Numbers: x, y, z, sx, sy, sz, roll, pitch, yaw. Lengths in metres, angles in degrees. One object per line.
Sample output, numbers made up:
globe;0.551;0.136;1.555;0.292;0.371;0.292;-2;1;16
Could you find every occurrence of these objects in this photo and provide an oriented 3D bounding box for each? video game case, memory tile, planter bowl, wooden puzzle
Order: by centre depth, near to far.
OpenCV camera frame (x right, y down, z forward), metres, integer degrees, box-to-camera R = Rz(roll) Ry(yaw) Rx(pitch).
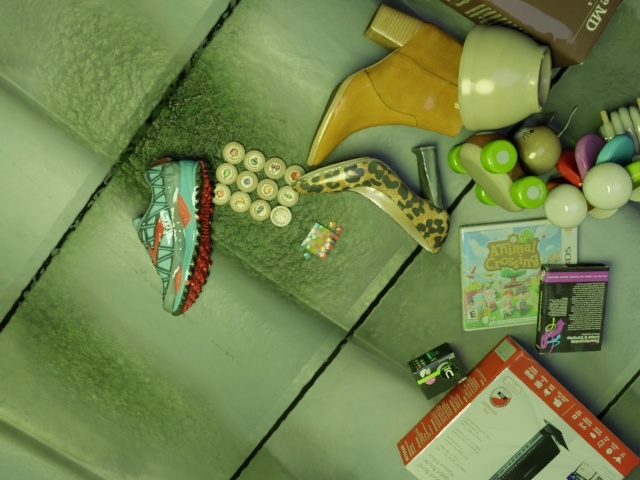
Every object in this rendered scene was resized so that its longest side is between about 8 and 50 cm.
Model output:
planter bowl;0.287;-0.246;0.976;0.109;0.162;0.162;8;104;28
memory tile;-0.107;-0.094;1.089;0.148;0.012;0.113;20;100;-9
wooden puzzle;0.000;0.000;1.121;0.049;0.006;0.083;31;98;-11
video game case;0.357;0.060;1.155;0.212;0.023;0.193;-6;103;-3

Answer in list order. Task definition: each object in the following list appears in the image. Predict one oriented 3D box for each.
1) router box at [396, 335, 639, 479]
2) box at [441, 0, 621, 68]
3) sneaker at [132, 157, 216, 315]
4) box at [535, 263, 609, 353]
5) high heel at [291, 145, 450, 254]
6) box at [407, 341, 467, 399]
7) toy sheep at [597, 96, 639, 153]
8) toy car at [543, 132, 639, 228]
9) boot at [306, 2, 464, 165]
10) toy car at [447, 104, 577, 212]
router box;0.368;0.397;1.200;0.335;0.082;0.301;42;96;-12
box;0.272;-0.441;0.983;0.381;0.143;0.191;27;98;-12
sneaker;-0.247;-0.007;1.068;0.125;0.104;0.261;8;98;11
box;0.449;0.122;1.152;0.116;0.029;0.162;-1;101;-5
high heel;0.091;-0.047;1.071;0.261;0.093;0.186;-11;97;-11
box;0.212;0.237;1.168;0.083;0.052;0.062;-29;103;1
toy sheep;0.517;-0.187;1.086;0.132;0.091;0.091;-18;105;29
toy car;0.453;-0.107;1.059;0.159;0.182;0.136;-13;77;-35
boot;0.125;-0.211;1.037;0.211;0.104;0.295;28;95;-10
toy car;0.332;-0.154;1.049;0.188;0.155;0.149;-45;102;-4
